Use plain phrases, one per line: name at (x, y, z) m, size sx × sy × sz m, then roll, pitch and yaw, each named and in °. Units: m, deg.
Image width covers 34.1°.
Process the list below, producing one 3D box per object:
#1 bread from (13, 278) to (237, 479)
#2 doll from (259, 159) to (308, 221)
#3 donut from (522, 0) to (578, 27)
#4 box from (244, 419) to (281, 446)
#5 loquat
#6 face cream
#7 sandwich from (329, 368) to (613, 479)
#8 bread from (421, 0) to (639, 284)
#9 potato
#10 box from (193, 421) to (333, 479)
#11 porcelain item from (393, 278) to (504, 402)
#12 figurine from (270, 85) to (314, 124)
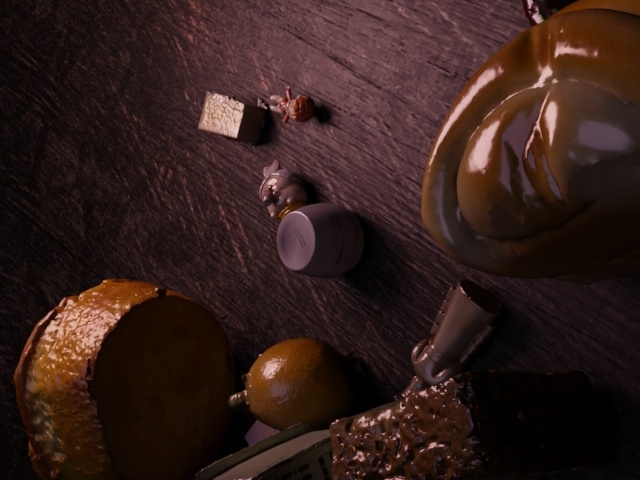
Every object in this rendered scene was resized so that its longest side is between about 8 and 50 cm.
bread at (-0.318, 0.261, 1.766) m, size 0.215 × 0.398 × 0.399 m, roll -2°, pitch 89°, yaw 40°
doll at (-0.066, -0.073, 1.685) m, size 0.073 × 0.084 × 0.127 m, roll -46°, pitch 65°, yaw 36°
donut at (0.332, -0.320, 1.237) m, size 0.230 × 0.096 × 0.216 m, roll -49°, pitch 56°, yaw 36°
box at (-0.048, 0.328, 1.689) m, size 0.129 × 0.051 × 0.130 m, roll 56°, pitch 128°, yaw 31°
loquat at (-0.038, 0.224, 1.579) m, size 0.172 × 0.204 × 0.150 m, roll -112°, pitch 14°, yaw -81°
face cream at (0.000, 0.000, 1.596) m, size 0.117 × 0.104 × 0.117 m, roll -1°, pitch 89°, yaw 49°
sandwich at (0.161, 0.257, 1.305) m, size 0.325 × 0.262 × 0.131 m, roll -31°, pitch 64°, yaw 43°
bread at (0.300, -0.081, 1.114) m, size 0.424 × 0.245 × 0.329 m, roll -27°, pitch 96°, yaw 51°
potato at (-0.150, -0.212, 1.796) m, size 0.122 × 0.061 × 0.086 m, roll 21°, pitch 103°, yaw 45°
box at (-0.048, 0.372, 1.385) m, size 0.166 × 0.290 × 0.221 m, roll -19°, pitch 86°, yaw 34°
porcelain item at (0.171, 0.158, 1.446) m, size 0.084 × 0.054 × 0.213 m, roll 51°, pitch 124°, yaw 38°
figurine at (-0.048, -0.218, 1.694) m, size 0.109 × 0.047 × 0.064 m, roll 24°, pitch 115°, yaw 54°
